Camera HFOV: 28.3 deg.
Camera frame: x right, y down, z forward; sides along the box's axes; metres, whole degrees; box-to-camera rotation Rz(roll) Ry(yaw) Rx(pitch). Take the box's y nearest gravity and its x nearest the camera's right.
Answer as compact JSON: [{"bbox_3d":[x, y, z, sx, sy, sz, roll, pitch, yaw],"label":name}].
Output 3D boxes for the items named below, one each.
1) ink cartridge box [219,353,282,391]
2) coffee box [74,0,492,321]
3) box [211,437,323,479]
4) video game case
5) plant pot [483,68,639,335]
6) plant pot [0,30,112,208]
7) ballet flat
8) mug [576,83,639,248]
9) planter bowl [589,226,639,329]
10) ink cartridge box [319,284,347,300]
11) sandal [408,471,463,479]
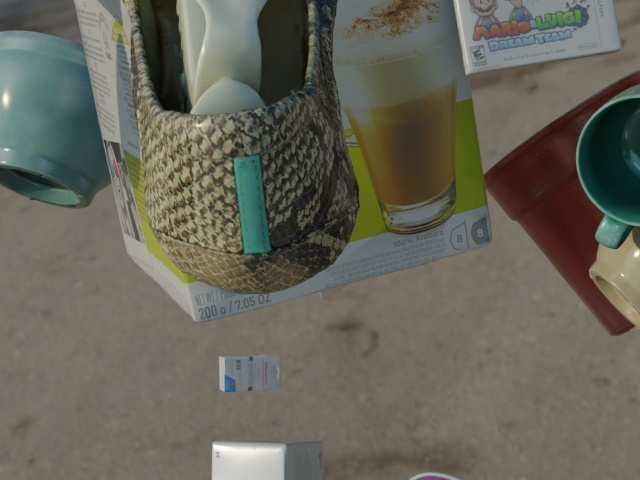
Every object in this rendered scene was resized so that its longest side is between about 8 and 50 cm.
[{"bbox_3d":[-0.097,0.184,1.765,0.083,0.048,0.028,-1,1,-19],"label":"ink cartridge box"},{"bbox_3d":[-0.054,-0.144,1.399,0.337,0.334,0.338,-15,16,-16],"label":"coffee box"},{"bbox_3d":[-0.060,0.276,1.441,0.101,0.102,0.087,-2,-7,29],"label":"box"},{"bbox_3d":[0.207,-0.244,1.243,0.157,0.143,0.019,-10,1,-5],"label":"video game case"},{"bbox_3d":[0.385,-0.038,1.634,0.272,0.265,0.272,-32,-7,-4],"label":"plant pot"},{"bbox_3d":[-0.411,-0.169,1.970,0.293,0.293,0.196,3,69,37],"label":"plant pot"},{"bbox_3d":[-0.062,-0.182,0.832,0.164,0.182,0.483,-7,44,-4],"label":"ballet flat"},{"bbox_3d":[0.315,-0.082,1.232,0.157,0.129,0.097,-33,0,36],"label":"mug"},{"bbox_3d":[0.354,0.031,1.333,0.109,0.162,0.162,-43,25,-1],"label":"planter bowl"},{"bbox_3d":[0.000,0.000,1.931,0.092,0.143,0.090,-34,-17,-5],"label":"ink cartridge box"},{"bbox_3d":[0.296,0.454,1.861,0.416,0.102,0.169,12,74,19],"label":"sandal"}]
